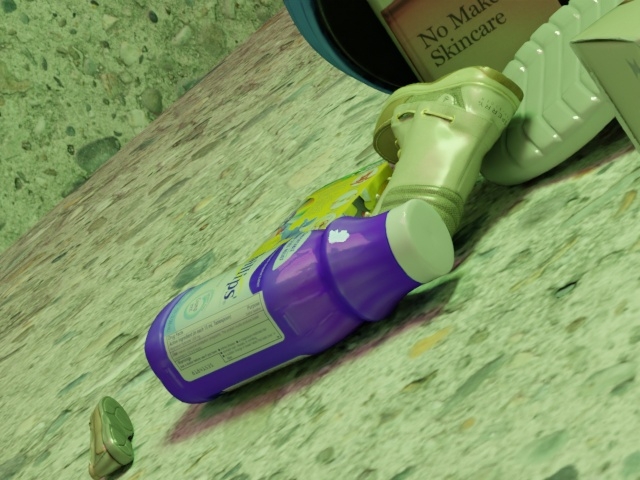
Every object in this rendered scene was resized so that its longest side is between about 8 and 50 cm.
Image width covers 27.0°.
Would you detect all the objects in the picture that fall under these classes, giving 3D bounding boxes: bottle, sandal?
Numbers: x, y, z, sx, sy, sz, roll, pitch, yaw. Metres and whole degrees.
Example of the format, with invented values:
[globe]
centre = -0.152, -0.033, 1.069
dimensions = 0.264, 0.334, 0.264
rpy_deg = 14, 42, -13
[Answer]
[bottle]
centre = -0.020, 0.049, 1.131
dimensions = 0.283, 0.092, 0.118
rpy_deg = -26, 16, 33
[sandal]
centre = 0.290, -0.176, 1.136
dimensions = 0.416, 0.102, 0.169
rpy_deg = -46, 26, 33

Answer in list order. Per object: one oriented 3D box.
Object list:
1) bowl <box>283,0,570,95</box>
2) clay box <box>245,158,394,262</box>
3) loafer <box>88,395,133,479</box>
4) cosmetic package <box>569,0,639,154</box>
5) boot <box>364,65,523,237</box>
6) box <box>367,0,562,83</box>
[bowl]
centre = 0.146, -0.325, 1.420
dimensions = 0.391, 0.391, 0.077
rpy_deg = -34, 37, 5
[clay box]
centre = 0.000, 0.000, 1.328
dimensions = 0.127, 0.053, 0.222
rpy_deg = -21, 19, 45
[loafer]
centre = -0.198, 0.180, 1.225
dimensions = 0.039, 0.045, 0.125
rpy_deg = -42, 17, 2
[cosmetic package]
centre = 0.334, -0.155, 0.867
dimensions = 0.296, 0.153, 0.129
rpy_deg = -35, 12, -4
[boot]
centre = 0.085, -0.060, 1.212
dimensions = 0.213, 0.077, 0.165
rpy_deg = -17, 44, 63
[box]
centre = 0.150, -0.218, 1.320
dimensions = 0.149, 0.232, 0.127
rpy_deg = -34, 15, 4
